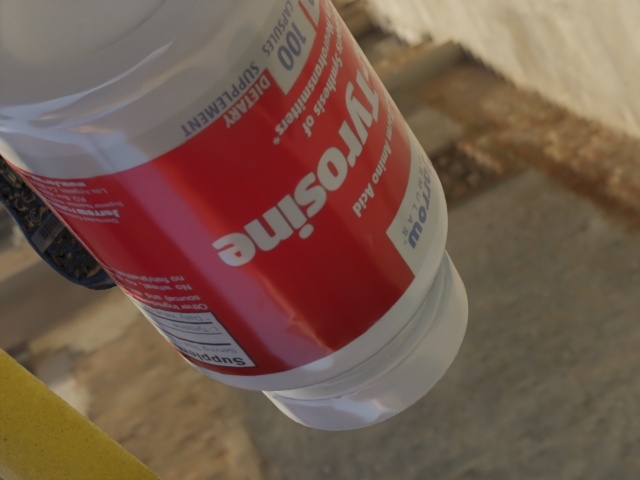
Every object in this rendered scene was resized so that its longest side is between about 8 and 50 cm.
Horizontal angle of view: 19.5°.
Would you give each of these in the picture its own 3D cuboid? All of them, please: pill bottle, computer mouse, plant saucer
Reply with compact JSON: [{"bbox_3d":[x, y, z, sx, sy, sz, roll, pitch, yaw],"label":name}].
[{"bbox_3d":[-0.052,-0.044,1.271,0.408,0.229,0.229,53,-176,-45],"label":"pill bottle"},{"bbox_3d":[-0.202,-0.101,1.416,0.262,0.184,0.060,42,-155,9],"label":"computer mouse"},{"bbox_3d":[-0.358,0.164,1.721,0.332,0.081,0.333,-4,140,48],"label":"plant saucer"}]
